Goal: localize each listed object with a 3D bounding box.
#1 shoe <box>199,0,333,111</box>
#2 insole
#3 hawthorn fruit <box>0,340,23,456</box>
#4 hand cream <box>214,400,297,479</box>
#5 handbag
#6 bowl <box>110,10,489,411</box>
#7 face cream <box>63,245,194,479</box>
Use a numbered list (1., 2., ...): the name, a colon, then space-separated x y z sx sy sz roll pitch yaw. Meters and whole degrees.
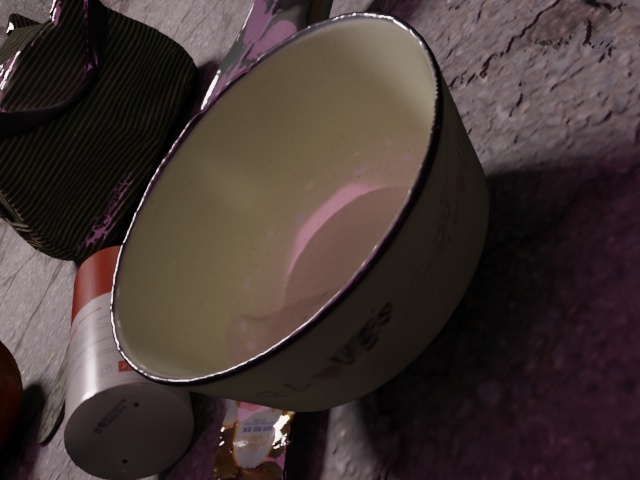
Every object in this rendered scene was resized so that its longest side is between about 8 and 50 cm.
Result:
1. shoe: -0.030 -0.163 0.728 0.100 0.103 0.251 26 100 19
2. insole: -0.292 0.144 0.907 0.065 0.006 0.193 -32 37 39
3. hawthorn fruit: -0.482 0.229 0.938 0.242 0.242 0.272 -101 20 -51
4. hand cream: -0.034 0.115 0.508 0.062 0.039 0.163 -12 53 33
5. handbag: -0.339 -0.158 1.040 0.247 0.240 0.341 1 61 52
6. bowl: 0.000 0.000 0.455 0.238 0.126 0.238 -28 40 27
7. face cream: -0.167 0.095 0.670 0.096 0.096 0.214 -50 29 14
